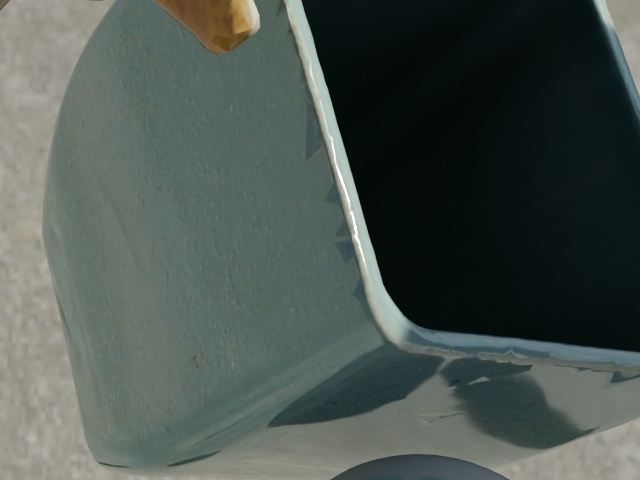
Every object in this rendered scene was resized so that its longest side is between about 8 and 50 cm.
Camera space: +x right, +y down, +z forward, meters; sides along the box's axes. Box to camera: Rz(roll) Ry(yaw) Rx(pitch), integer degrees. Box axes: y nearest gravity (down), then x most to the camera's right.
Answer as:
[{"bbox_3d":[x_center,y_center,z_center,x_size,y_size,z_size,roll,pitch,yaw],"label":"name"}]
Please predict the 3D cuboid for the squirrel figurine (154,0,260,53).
[{"bbox_3d":[-0.045,-0.247,0.579,0.281,0.370,0.397,25,13,-14],"label":"squirrel figurine"}]

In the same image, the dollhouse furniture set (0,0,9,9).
[{"bbox_3d":[-0.202,-0.135,0.403,0.259,0.135,0.262,34,25,-34],"label":"dollhouse furniture set"}]

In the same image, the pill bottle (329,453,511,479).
[{"bbox_3d":[0.022,0.200,0.716,0.146,0.146,0.264,17,23,8],"label":"pill bottle"}]

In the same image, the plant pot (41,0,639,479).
[{"bbox_3d":[0.000,0.000,0.902,0.248,0.252,0.247,9,57,-44],"label":"plant pot"}]
